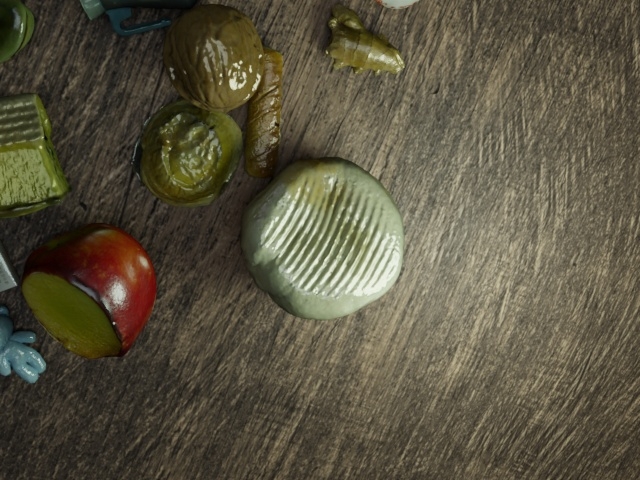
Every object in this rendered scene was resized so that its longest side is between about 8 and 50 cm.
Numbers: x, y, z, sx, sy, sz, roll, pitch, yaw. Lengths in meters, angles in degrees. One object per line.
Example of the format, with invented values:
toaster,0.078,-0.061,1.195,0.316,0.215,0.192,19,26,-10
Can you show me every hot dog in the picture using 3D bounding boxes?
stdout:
hot dog,-0.125,-0.276,1.439,0.087,0.061,0.286,-1,103,-3

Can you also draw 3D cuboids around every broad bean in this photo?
broad bean,-0.658,-0.414,1.264,0.206,0.072,0.153,-3,103,-2

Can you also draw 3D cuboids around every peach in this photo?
peach,-0.455,0.107,1.355,0.245,0.248,0.275,-32,116,-29

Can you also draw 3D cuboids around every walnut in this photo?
walnut,-0.211,-0.361,1.320,0.213,0.213,0.213,-4,105,-14

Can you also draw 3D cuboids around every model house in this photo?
model house,-0.612,-0.173,1.274,0.193,0.175,0.234,-14,110,-10

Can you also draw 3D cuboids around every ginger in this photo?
ginger,0.089,-0.418,1.446,0.205,0.081,0.115,35,62,-12

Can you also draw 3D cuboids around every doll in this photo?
doll,-0.677,0.232,1.425,0.180,0.075,0.120,59,43,-32

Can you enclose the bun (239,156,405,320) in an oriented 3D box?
bun,0.000,0.000,1.459,0.365,0.219,0.365,1,88,-19

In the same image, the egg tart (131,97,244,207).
egg tart,-0.278,-0.181,1.407,0.252,0.098,0.232,-30,106,-2

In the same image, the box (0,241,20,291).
box,-0.725,0.073,1.377,0.152,0.048,0.100,-22,107,-11

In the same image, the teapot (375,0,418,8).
teapot,0.179,-0.585,1.422,0.245,0.116,0.159,-5,94,-19

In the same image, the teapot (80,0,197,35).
teapot,-0.353,-0.503,1.277,0.225,0.171,0.203,-14,138,-4
